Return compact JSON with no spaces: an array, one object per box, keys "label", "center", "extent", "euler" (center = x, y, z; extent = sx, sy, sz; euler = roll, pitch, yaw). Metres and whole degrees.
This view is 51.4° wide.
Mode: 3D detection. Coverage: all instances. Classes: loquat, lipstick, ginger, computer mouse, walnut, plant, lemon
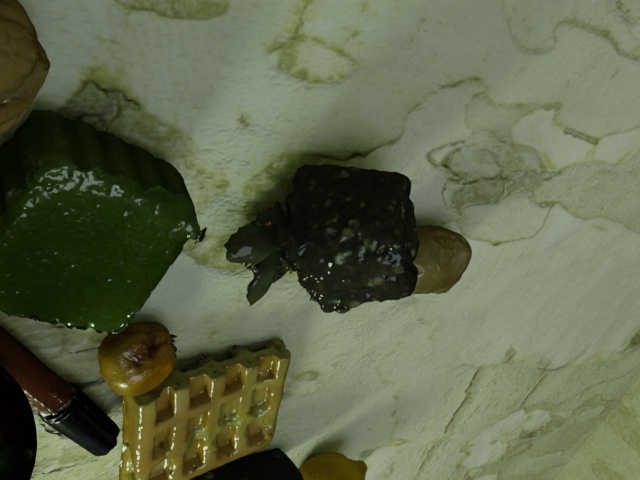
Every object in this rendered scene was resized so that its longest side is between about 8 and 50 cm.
[{"label":"loquat","center":[-0.306,0.197,1.122],"extent":[0.137,0.113,0.137],"euler":[-22,128,-32]},{"label":"lipstick","center":[-0.458,0.238,1.083],"extent":[0.077,0.077,0.418],"euler":[-31,136,-6]},{"label":"ginger","center":[0.204,0.040,1.296],"extent":[0.267,0.138,0.152],"euler":[12,124,-45]},{"label":"computer mouse","center":[-0.167,0.576,1.500],"extent":[0.269,0.170,0.100],"euler":[-4,120,-31]},{"label":"walnut","center":[-0.401,-0.179,0.669],"extent":[0.244,0.198,0.198],"euler":[-10,132,-31]},{"label":"plant","center":[0.000,0.000,1.087],"extent":[0.312,0.213,0.215],"euler":[-4,140,19]},{"label":"lemon","center":[0.015,0.629,1.658],"extent":[0.244,0.187,0.187],"euler":[-42,137,2]}]

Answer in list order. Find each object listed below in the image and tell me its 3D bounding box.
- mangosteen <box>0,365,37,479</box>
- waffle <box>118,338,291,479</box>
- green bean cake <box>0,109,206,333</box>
[{"label":"mangosteen","center":[-0.527,0.275,0.872],"extent":[0.311,0.311,0.311],"euler":[-18,135,-19]},{"label":"waffle","center":[-0.222,0.352,1.315],"extent":[0.348,0.077,0.304],"euler":[-14,131,-33]},{"label":"green bean cake","center":[-0.321,-0.018,0.885],"extent":[0.246,0.156,0.250],"euler":[21,113,-41]}]
